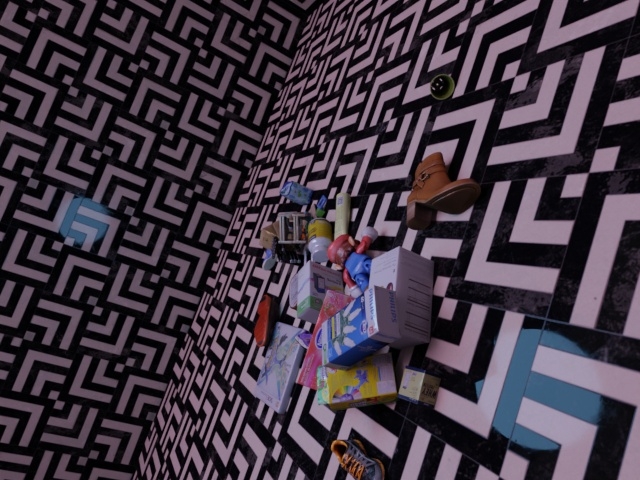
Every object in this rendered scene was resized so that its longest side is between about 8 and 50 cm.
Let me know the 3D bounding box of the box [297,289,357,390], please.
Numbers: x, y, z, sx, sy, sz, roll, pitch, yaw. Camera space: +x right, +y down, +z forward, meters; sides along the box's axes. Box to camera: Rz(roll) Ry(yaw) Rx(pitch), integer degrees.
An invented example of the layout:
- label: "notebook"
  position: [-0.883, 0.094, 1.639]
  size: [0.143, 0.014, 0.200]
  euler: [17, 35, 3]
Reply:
- label: "box"
  position: [0.051, 0.321, 1.557]
  size: [0.154, 0.142, 0.300]
  euler: [51, -123, -75]

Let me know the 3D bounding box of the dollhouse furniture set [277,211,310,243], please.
- label: "dollhouse furniture set"
  position: [-0.102, -0.060, 2.219]
  size: [0.183, 0.128, 0.129]
  euler: [-25, -65, -77]

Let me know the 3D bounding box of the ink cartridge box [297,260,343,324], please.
- label: "ink cartridge box"
  position: [0.001, 0.198, 1.822]
  size: [0.093, 0.154, 0.212]
  euler: [-48, 30, 37]

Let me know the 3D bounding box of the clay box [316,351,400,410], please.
- label: "clay box"
  position: [0.102, 0.398, 1.395]
  size: [0.221, 0.053, 0.127]
  euler: [-13, 45, 11]

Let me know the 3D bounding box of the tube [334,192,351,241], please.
- label: "tube"
  position: [0.088, -0.075, 2.015]
  size: [0.070, 0.062, 0.240]
  euler: [63, -151, -61]

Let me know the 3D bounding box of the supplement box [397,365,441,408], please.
- label: "supplement box"
  position: [0.251, 0.370, 1.260]
  size: [0.083, 0.056, 0.083]
  euler: [-9, 61, 63]

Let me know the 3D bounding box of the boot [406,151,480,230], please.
- label: "boot"
  position: [0.362, -0.172, 1.477]
  size: [0.283, 0.109, 0.220]
  euler: [-43, 28, 56]

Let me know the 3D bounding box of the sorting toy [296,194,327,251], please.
- label: "sorting toy"
  position: [-0.078, -0.065, 2.338]
  size: [0.348, 0.047, 0.196]
  euler: [-55, 21, 27]

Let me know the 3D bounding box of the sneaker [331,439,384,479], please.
- label: "sneaker"
  position: [0.098, 0.608, 1.342]
  size: [0.215, 0.083, 0.084]
  euler: [14, 80, 65]

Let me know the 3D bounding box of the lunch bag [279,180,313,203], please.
- label: "lunch bag"
  position: [-0.126, -0.236, 2.512]
  size: [0.151, 0.128, 0.096]
  euler: [-12, 57, 64]

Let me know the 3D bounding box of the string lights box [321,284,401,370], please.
- label: "string lights box"
  position: [0.102, 0.239, 1.333]
  size: [0.259, 0.076, 0.133]
  euler: [-45, 36, 44]

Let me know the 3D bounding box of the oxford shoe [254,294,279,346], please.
- label: "oxford shoe"
  position: [-0.229, 0.368, 2.233]
  size: [0.097, 0.098, 0.271]
  euler: [-39, 31, 33]

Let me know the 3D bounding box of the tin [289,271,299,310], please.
- label: "tin"
  position: [-0.100, 0.220, 2.169]
  size: [0.106, 0.040, 0.190]
  euler: [-55, 26, 35]

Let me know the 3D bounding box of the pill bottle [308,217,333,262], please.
- label: "pill bottle"
  position: [0.000, 0.000, 2.066]
  size: [0.103, 0.103, 0.184]
  euler: [-50, 29, 35]

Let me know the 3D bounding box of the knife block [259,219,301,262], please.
- label: "knife block"
  position: [-0.149, 0.008, 2.314]
  size: [0.275, 0.242, 0.088]
  euler: [-33, -38, -56]

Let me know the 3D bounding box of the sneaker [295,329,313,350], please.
- label: "sneaker"
  position: [-0.036, 0.381, 1.856]
  size: [0.071, 0.068, 0.170]
  euler: [-42, 32, -10]

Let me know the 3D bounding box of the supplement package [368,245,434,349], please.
- label: "supplement package"
  position: [0.223, 0.165, 1.405]
  size: [0.139, 0.133, 0.244]
  euler: [-33, 40, 53]

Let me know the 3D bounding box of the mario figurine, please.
- label: "mario figurine"
  position: [0.154, 0.082, 1.698]
  size: [0.198, 0.170, 0.320]
  euler: [-31, 36, -7]

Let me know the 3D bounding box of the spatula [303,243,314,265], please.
- label: "spatula"
  position: [-0.035, 0.043, 2.204]
  size: [0.168, 0.019, 0.242]
  euler: [-48, 28, 35]

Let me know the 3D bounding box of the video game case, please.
- label: "video game case"
  position: [-0.166, 0.511, 2.047]
  size: [0.300, 0.036, 0.329]
  euler: [-5, 65, 64]

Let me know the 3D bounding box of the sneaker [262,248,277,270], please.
- label: "sneaker"
  position: [-0.268, 0.084, 2.615]
  size: [0.084, 0.058, 0.152]
  euler: [19, 82, 61]

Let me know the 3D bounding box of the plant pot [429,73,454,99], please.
- label: "plant pot"
  position: [0.410, -0.534, 1.714]
  size: [0.083, 0.083, 0.079]
  euler: [-58, 13, 20]
